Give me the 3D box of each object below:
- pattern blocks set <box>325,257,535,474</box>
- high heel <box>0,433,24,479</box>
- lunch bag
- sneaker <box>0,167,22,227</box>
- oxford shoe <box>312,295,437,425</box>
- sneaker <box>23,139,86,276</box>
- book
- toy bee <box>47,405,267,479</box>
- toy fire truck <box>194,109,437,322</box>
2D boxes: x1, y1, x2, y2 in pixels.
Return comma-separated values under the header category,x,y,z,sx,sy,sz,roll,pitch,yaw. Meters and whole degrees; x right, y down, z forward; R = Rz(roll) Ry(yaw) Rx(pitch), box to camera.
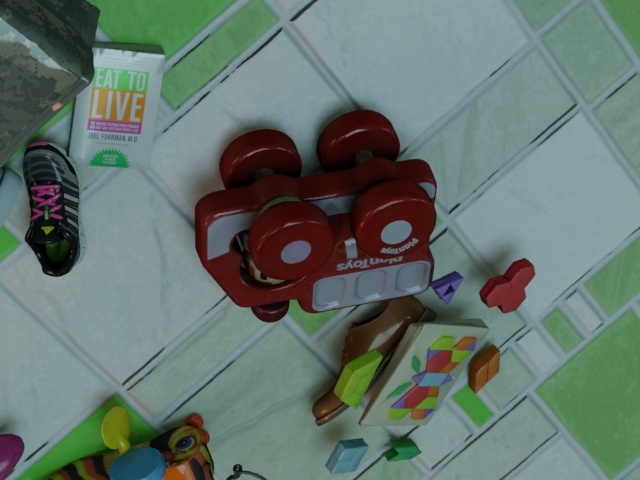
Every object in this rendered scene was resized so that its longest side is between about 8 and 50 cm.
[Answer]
category,x,y,z,sx,sy,sz,roll,pitch,yaw
pattern blocks set,0.136,0.171,2.134,0.285,0.026,0.325,-10,133,-37
high heel,-0.483,0.275,1.985,0.244,0.082,0.117,-23,131,7
lunch bag,-0.409,-0.186,1.735,0.287,0.169,0.235,-38,123,26
sneaker,-0.444,0.008,1.865,0.091,0.094,0.258,40,92,-22
oxford shoe,0.053,0.150,2.140,0.076,0.076,0.212,41,95,-4
sneaker,-0.308,-0.031,1.898,0.063,0.075,0.170,-2,119,6
book,-0.236,-0.155,1.901,0.096,0.035,0.144,3,115,-17
toy bee,-0.198,0.297,2.079,0.298,0.162,0.195,9,122,3
toy fire truck,0.000,0.000,1.998,0.302,0.169,0.254,-12,136,-14
